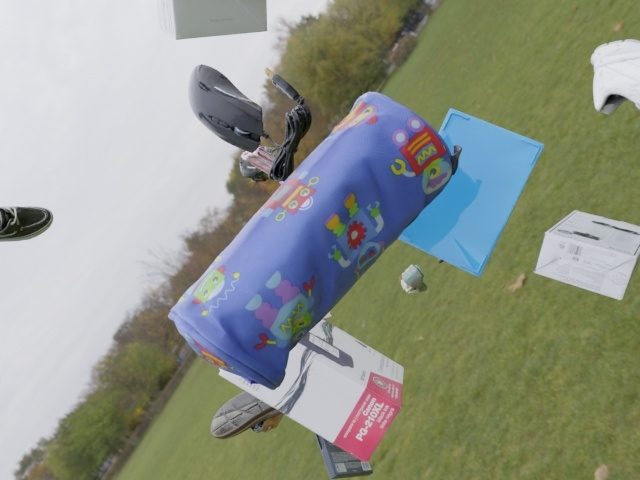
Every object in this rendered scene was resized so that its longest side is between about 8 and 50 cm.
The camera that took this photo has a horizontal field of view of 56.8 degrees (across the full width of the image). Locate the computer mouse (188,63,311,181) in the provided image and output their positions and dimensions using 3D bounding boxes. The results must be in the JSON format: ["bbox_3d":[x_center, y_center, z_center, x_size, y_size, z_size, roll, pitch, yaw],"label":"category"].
[{"bbox_3d":[-0.133,-0.223,0.985,0.060,0.262,0.184,-37,-14,-41],"label":"computer mouse"}]

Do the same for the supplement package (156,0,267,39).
[{"bbox_3d":[-0.291,-0.661,1.568,0.262,0.145,0.203,-16,-55,-27],"label":"supplement package"}]

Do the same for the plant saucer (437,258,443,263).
[{"bbox_3d":[0.406,0.003,1.755,0.168,0.029,0.168,-37,-15,-11],"label":"plant saucer"}]

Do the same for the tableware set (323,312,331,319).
[{"bbox_3d":[-0.050,0.104,1.268,0.020,0.141,0.168,91,177,-61],"label":"tableware set"}]

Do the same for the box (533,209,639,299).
[{"bbox_3d":[0.564,0.019,1.211,0.290,0.169,0.087,-21,-56,-55],"label":"box"}]

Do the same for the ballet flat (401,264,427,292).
[{"bbox_3d":[0.268,0.121,1.732,0.068,0.072,0.213,-40,-20,0],"label":"ballet flat"}]

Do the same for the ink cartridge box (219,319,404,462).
[{"bbox_3d":[-0.005,0.190,0.867,0.100,0.237,0.172,-61,-5,10],"label":"ink cartridge box"}]

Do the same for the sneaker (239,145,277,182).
[{"bbox_3d":[-0.187,-0.224,1.833,0.271,0.100,0.107,-73,-11,-72],"label":"sneaker"}]

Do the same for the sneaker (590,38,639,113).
[{"bbox_3d":[0.601,-0.284,1.000,0.297,0.111,0.129,4,85,60],"label":"sneaker"}]

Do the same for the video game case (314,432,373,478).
[{"bbox_3d":[0.040,0.503,1.607,0.026,0.274,0.196,-35,-32,20],"label":"video game case"}]

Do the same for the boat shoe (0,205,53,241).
[{"bbox_3d":[-0.707,-0.038,1.326,0.219,0.077,0.070,-19,-10,-41],"label":"boat shoe"}]

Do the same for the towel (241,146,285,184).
[{"bbox_3d":[-0.116,-0.169,1.421,0.029,0.144,0.197,-57,18,-6],"label":"towel"}]

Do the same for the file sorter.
[{"bbox_3d":[0.189,-0.057,0.752,0.170,0.118,0.104,-66,-18,7],"label":"file sorter"}]

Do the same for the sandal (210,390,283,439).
[{"bbox_3d":[-0.085,0.284,1.006,0.219,0.060,0.090,-28,21,-1],"label":"sandal"}]

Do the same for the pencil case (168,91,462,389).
[{"bbox_3d":[0.000,0.000,0.564,0.306,0.133,0.119,-49,38,-15],"label":"pencil case"}]
